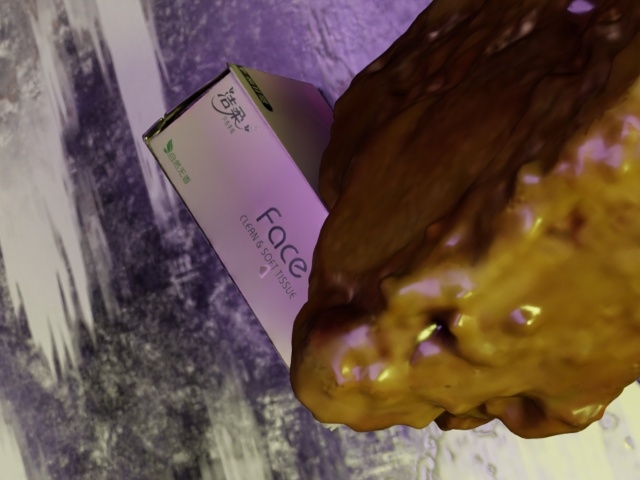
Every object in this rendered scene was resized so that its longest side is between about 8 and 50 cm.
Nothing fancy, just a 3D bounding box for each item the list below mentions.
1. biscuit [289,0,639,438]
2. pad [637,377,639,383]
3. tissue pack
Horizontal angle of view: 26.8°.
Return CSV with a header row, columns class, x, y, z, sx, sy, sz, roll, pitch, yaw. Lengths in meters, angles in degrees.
class,x,y,z,sx,sy,sz,roll,pitch,yaw
biscuit,0.169,-0.082,0.764,0.166,0.343,0.395,37,122,-21
pad,0.276,0.047,0.901,0.265,0.009,0.159,46,107,17
tissue pack,0.000,0.000,0.957,0.092,0.148,0.246,-39,76,19
